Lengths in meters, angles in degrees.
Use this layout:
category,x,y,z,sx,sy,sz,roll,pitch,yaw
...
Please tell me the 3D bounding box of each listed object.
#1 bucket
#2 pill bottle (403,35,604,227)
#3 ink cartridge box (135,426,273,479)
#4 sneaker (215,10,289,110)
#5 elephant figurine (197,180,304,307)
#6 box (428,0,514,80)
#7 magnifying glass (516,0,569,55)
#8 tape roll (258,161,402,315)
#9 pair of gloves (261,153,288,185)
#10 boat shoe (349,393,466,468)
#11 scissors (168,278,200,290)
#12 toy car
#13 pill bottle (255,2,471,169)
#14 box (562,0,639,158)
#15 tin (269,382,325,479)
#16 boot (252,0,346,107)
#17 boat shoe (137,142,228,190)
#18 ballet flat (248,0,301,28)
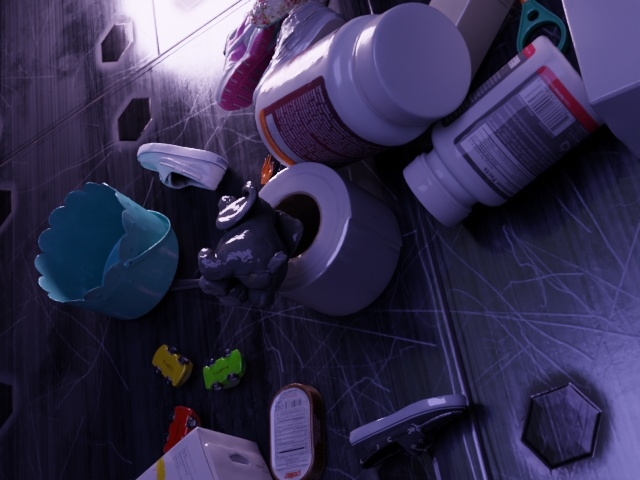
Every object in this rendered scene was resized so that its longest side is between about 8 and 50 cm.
category,x,y,z,sx,sy,sz,roll,pitch,yaw
bucket,-0.450,0.030,2.052,0.281,0.183,0.281,-16,61,31
pill bottle,0.295,-0.168,1.573,0.318,0.176,0.176,-40,52,18
ink cartridge box,-0.215,0.476,1.709,0.233,0.171,0.168,-43,51,17
sneaker,-0.161,-0.395,2.090,0.111,0.103,0.252,20,76,43
elephant figurine,-0.119,-0.019,1.641,0.186,0.169,0.239,4,55,10
box,0.255,-0.395,1.728,0.094,0.113,0.275,35,99,45
magnifying glass,0.378,-0.405,1.709,0.092,0.026,0.231,-27,56,27
tape roll,0.000,0.000,1.742,0.246,0.169,0.246,-16,62,34
pair of gloves,-0.087,-0.150,1.979,0.083,0.010,0.074,-3,69,35
boat shoe,0.144,0.315,1.558,0.228,0.080,0.076,-27,63,28
scissors,-0.336,0.107,2.066,0.297,0.021,0.109,12,77,40
toy car,-0.225,0.284,1.877,0.225,0.053,0.239,-30,56,25
pill bottle,0.067,-0.255,1.654,0.392,0.224,0.224,-14,61,60
box,0.488,-0.336,1.465,0.168,0.215,0.345,-22,60,30
tin,-0.044,0.349,1.720,0.106,0.040,0.189,-21,60,35
boot,-0.061,-0.387,2.016,0.258,0.095,0.123,-45,44,4
boat shoe,-0.317,-0.156,2.108,0.258,0.095,0.084,8,72,41
ballet flat,-0.060,-0.539,2.016,0.241,0.077,0.091,-39,56,-15
